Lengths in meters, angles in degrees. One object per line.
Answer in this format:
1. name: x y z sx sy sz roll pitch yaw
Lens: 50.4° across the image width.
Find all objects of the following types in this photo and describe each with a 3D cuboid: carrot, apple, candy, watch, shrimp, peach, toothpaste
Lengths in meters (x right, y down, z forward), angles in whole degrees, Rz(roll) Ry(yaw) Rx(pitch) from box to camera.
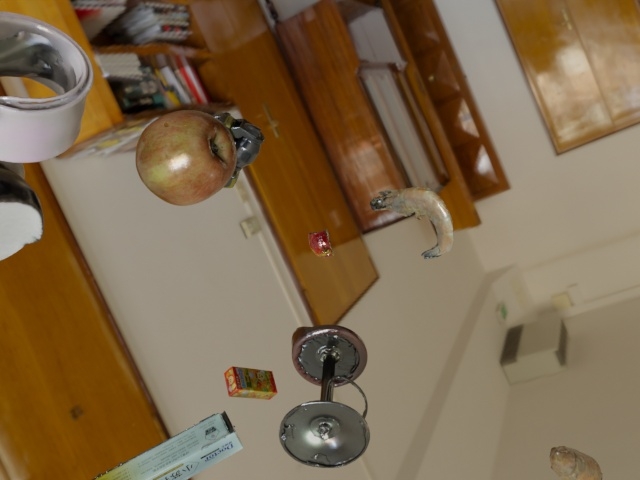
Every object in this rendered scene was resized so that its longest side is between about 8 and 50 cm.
1. carrot: 0.613 0.546 1.663 0.101 0.102 0.263 -22 145 24
2. apple: -0.262 -0.165 1.346 0.173 0.188 0.188 -13 -170 33
3. candy: -0.161 0.331 1.578 0.122 0.062 0.038 17 132 -39
4. watch: -0.441 -0.238 0.927 0.231 0.244 0.196 -24 158 -40
5. shrimp: 0.182 -0.039 1.319 0.046 0.152 0.219 -35 -156 -26
6. peach: 0.000 0.000 1.519 0.050 0.077 0.083 -17 -133 7
7. toothpaste: -0.321 0.470 1.434 0.312 0.089 0.071 -26 -132 -12

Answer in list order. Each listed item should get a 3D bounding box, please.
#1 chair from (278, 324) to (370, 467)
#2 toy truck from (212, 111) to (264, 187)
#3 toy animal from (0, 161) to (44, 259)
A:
1. chair: 0.016 0.381 1.818 0.226 0.227 0.401 -23 -155 13
2. toy truck: -0.259 -0.235 1.881 0.147 0.165 0.224 -80 -168 -58
3. toy animal: -0.557 -0.081 1.070 0.187 0.235 0.165 -30 146 -19
